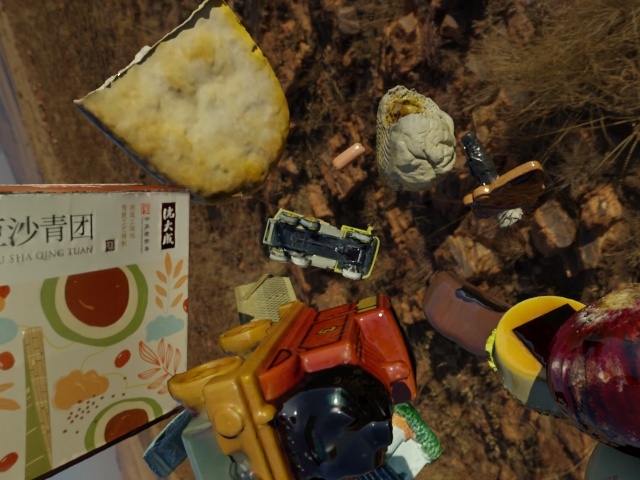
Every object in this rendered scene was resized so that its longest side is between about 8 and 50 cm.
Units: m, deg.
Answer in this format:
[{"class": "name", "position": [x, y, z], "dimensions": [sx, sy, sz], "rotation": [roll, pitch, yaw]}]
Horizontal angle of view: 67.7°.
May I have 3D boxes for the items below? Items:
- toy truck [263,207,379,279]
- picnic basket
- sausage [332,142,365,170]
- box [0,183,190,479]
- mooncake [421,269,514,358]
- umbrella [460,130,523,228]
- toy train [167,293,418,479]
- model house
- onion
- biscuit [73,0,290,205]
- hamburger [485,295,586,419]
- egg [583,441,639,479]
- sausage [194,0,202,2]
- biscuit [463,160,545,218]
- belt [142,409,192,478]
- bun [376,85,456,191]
[{"class": "toy truck", "position": [0.000, 0.000, 1.193], "dimensions": [0.157, 0.272, 0.124], "rotation": [-91, 15, -75]}, {"class": "picnic basket", "position": [-0.109, 0.210, 1.135], "dimensions": [0.266, 0.139, 0.165], "rotation": [-117, 13, -57]}, {"class": "sausage", "position": [0.067, -0.198, 1.129], "dimensions": [0.034, 0.083, 0.034], "rotation": [52, -169, -14]}, {"class": "box", "position": [-0.362, 0.115, 0.687], "dimensions": [0.122, 0.344, 0.385], "rotation": [9, 100, 32]}, {"class": "mooncake", "position": [0.468, 0.232, 1.501], "dimensions": [0.334, 0.326, 0.174], "rotation": [40, 108, 54]}, {"class": "umbrella", "position": [0.579, -0.209, 1.660], "dimensions": [0.106, 0.113, 0.357], "rotation": [-27, 91, 41]}, {"class": "toy train", "position": [-0.008, 0.162, 0.541], "dimensions": [0.369, 0.232, 0.163], "rotation": [-33, -77, -82]}, {"class": "model house", "position": [0.146, 0.589, 1.223], "dimensions": [0.184, 0.291, 0.253], "rotation": [45, 137, 9]}, {"class": "onion", "position": [0.562, 0.225, 0.846], "dimensions": [0.282, 0.337, 0.260], "rotation": [57, 155, -3]}, {"class": "biscuit", "position": [-0.263, -0.310, 1.144], "dimensions": [0.104, 0.429, 0.446], "rotation": [6, 148, 48]}, {"class": "hamburger", "position": [0.545, 0.270, 1.120], "dimensions": [0.179, 0.276, 0.294], "rotation": [64, 176, -35]}, {"class": "egg", "position": [0.631, 0.503, 0.914], "dimensions": [0.230, 0.371, 0.230], "rotation": [9, 113, 22]}, {"class": "sausage", "position": [-0.181, -0.361, 0.685], "dimensions": [0.015, 0.015, 0.100], "rotation": [101, 153, -42]}, {"class": "biscuit", "position": [0.420, -0.102, 1.072], "dimensions": [0.280, 0.183, 0.043], "rotation": [108, 153, -74]}, {"class": "belt", "position": [-0.330, 0.467, 1.110], "dimensions": [0.082, 0.163, 0.147], "rotation": [49, 143, -2]}, {"class": "bun", "position": [0.261, -0.256, 1.284], "dimensions": [0.281, 0.205, 0.281], "rotation": [180, 90, -89]}]
